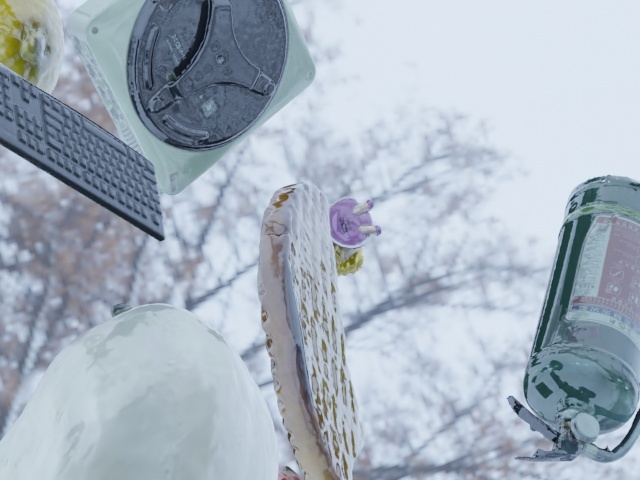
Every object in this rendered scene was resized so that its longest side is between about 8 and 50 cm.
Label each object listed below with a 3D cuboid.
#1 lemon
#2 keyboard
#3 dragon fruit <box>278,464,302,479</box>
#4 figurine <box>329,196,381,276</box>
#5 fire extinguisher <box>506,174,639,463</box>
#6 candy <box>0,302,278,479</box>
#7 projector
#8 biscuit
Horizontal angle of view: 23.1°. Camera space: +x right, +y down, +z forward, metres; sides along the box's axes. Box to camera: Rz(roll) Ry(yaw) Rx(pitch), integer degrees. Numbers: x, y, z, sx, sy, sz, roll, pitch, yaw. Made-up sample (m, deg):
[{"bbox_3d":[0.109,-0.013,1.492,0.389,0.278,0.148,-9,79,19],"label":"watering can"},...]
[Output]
[{"bbox_3d":[-0.471,-0.254,2.020,0.293,0.293,0.293,28,-55,49],"label":"lemon"},{"bbox_3d":[-0.206,-0.064,1.473,0.041,0.381,0.103,-21,-121,16],"label":"keyboard"},{"bbox_3d":[-0.081,0.407,2.036,0.193,0.274,0.192,4,-60,33],"label":"dragon fruit"},{"bbox_3d":[0.000,0.000,1.907,0.156,0.115,0.095,144,-61,-74],"label":"figurine"},{"bbox_3d":[0.215,0.075,1.225,0.118,0.294,0.093,30,-44,-9],"label":"fire extinguisher"},{"bbox_3d":[-0.185,0.279,1.632,0.186,0.386,0.427,34,-7,31],"label":"candy"},{"bbox_3d":[-0.139,-0.221,1.833,0.079,0.259,0.257,26,-31,45],"label":"projector"},{"bbox_3d":[-0.006,0.060,1.060,0.229,0.031,0.176,-85,159,-53],"label":"biscuit"}]
